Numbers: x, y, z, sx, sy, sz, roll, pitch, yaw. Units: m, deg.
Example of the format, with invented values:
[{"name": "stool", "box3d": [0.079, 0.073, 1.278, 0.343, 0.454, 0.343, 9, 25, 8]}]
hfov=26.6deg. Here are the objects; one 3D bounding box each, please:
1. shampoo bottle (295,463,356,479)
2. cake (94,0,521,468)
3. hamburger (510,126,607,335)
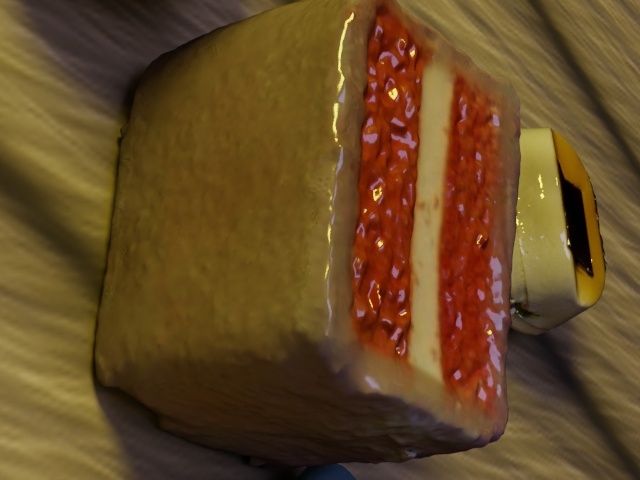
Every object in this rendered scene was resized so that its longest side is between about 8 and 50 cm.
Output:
[{"name": "shampoo bottle", "box3d": [-0.042, 0.264, 0.961, 0.258, 0.061, 0.103, -38, 108, -51]}, {"name": "cake", "box3d": [0.000, 0.000, 0.972, 0.237, 0.230, 0.308, 28, 57, -42]}, {"name": "hamburger", "box3d": [0.207, -0.014, 1.346, 0.173, 0.116, 0.210, 27, 53, -54]}]
